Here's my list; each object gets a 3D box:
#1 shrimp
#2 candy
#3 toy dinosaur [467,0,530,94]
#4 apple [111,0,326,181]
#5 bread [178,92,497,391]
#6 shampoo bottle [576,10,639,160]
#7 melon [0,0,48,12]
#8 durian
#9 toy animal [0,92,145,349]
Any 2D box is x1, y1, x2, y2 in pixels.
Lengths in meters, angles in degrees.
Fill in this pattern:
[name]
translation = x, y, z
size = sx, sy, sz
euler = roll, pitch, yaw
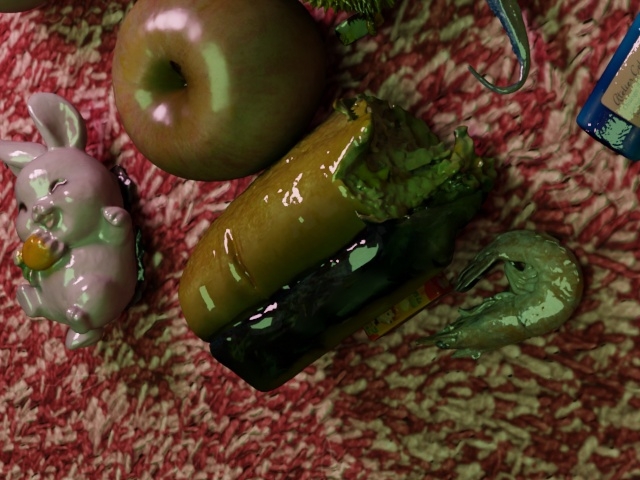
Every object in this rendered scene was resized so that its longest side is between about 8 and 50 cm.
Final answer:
[shrimp]
translation = 0.200, 0.065, 1.473
size = 0.223, 0.047, 0.126
euler = -25, 78, 27
[candy]
translation = 0.095, 0.067, 1.543
size = 0.122, 0.038, 0.062
euler = -38, 78, 31
[toy dinosaur]
translation = 0.185, -0.348, 1.399
size = 0.147, 0.076, 0.363
euler = -30, 76, 41
[apple]
translation = -0.116, -0.198, 1.516
size = 0.257, 0.234, 0.257
euler = 6, 103, 29
[bread]
translation = 0.000, 0.000, 1.462
size = 0.208, 0.251, 0.376
euler = 45, 121, -6
[shampoo bottle]
translation = 0.349, -0.180, 1.335
size = 0.087, 0.050, 0.183
euler = 39, 116, 24
[melon]
translation = -0.392, -0.453, 1.651
size = 0.223, 0.223, 0.317
euler = 36, 116, 22
[durian]
translation = 0.015, -0.337, 1.453
size = 0.146, 0.159, 0.198
euler = -43, 71, 12
[toy animal]
translation = -0.348, -0.025, 1.741
size = 0.208, 0.154, 0.325
euler = -36, 70, 39
